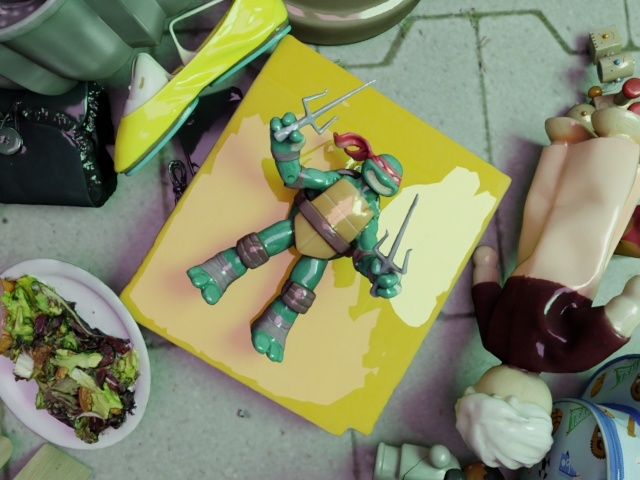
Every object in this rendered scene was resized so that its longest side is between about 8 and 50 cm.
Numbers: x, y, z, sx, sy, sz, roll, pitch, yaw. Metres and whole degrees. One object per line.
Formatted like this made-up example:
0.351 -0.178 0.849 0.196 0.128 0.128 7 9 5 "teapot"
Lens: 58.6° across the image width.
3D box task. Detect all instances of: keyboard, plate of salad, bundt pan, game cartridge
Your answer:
-0.109 -0.066 0.608 0.108 0.023 0.180 -19 88 -10 "keyboard"
-0.255 0.116 0.546 0.199 0.048 0.200 4 103 16 "plate of salad"
-0.233 -0.272 0.514 0.330 0.124 0.331 -7 69 17 "bundt pan"
0.000 0.000 0.587 0.285 0.052 0.324 32 85 -5 "game cartridge"

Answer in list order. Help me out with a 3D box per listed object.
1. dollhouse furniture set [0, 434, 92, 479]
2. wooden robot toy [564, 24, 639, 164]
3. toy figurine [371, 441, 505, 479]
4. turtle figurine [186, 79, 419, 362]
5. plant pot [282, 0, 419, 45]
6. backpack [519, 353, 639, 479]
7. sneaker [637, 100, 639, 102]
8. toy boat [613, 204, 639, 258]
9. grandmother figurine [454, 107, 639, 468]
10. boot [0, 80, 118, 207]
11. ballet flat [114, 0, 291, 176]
-0.346 0.280 0.573 0.144 0.123 0.151 33 121 -2 "dollhouse furniture set"
0.300 -0.145 0.618 0.078 0.076 0.174 -10 82 16 "wooden robot toy"
0.109 0.301 0.513 0.148 0.209 0.213 8 87 8 "toy figurine"
0.005 -0.012 0.505 0.234 0.118 0.175 -45 79 8 "turtle figurine"
0.012 -0.350 0.526 0.262 0.229 0.263 0 86 -4 "plant pot"
0.303 0.239 0.520 0.213 0.276 0.264 22 74 -3 "backpack"
0.395 -0.108 0.637 0.057 0.047 0.119 -24 91 -16 "sneaker"
0.443 0.051 0.578 0.318 0.148 0.268 27 86 -3 "toy boat"
0.220 0.049 0.539 0.104 0.208 0.343 24 84 -15 "grandmother figurine"
-0.313 -0.044 0.554 0.207 0.094 0.247 3 81 0 "boot"
-0.132 -0.164 0.549 0.231 0.077 0.077 -42 117 1 "ballet flat"
